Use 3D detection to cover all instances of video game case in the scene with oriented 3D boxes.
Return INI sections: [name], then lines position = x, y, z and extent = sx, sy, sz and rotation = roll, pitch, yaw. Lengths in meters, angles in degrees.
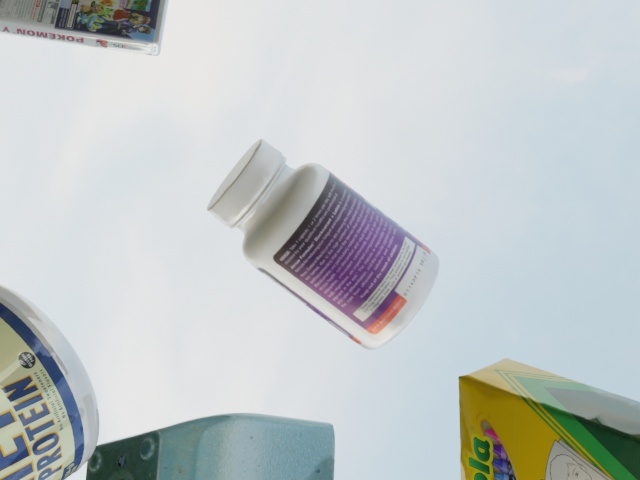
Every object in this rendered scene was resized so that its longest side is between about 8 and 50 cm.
[video game case]
position = -0.244, -0.276, 1.240
extent = 0.023, 0.183, 0.201
rotation = 105, -9, -51

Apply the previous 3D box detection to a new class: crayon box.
[crayon box]
position = 0.330, 0.371, 1.587
extent = 0.313, 0.106, 0.363
rotation = 15, -66, 46

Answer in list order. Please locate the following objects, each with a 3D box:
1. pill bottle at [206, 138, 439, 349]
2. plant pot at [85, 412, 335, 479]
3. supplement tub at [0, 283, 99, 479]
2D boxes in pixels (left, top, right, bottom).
[pill bottle]
position = 0.000, 0.000, 1.060
extent = 0.108, 0.193, 0.108
rotation = -50, -168, 14
[plant pot]
position = -0.157, 0.341, 1.509
extent = 0.247, 0.252, 0.247
rotation = -21, -122, 40
[supplement tub]
position = -0.403, 0.207, 1.169
extent = 0.235, 0.235, 0.325
rotation = -26, -171, 47
